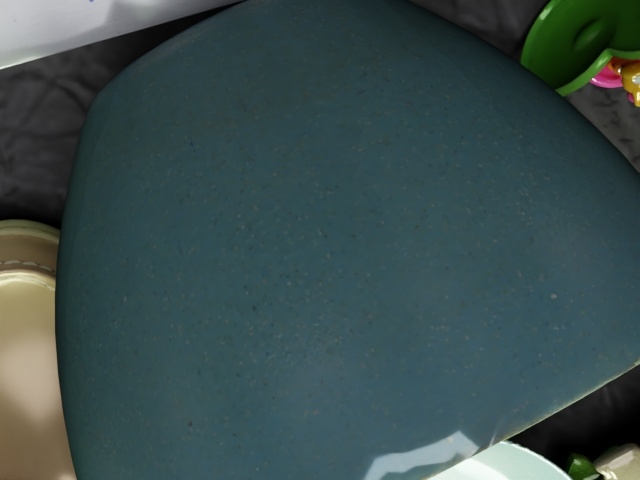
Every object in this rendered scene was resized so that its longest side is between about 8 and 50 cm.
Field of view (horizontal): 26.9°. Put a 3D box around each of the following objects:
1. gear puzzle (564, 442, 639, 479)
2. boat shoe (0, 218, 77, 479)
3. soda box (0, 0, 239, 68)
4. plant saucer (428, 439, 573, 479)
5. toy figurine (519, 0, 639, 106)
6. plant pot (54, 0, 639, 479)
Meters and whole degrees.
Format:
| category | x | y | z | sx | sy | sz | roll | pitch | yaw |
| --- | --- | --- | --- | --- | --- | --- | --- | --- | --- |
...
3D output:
| category | x | y | z | sx | sy | sz | roll | pitch | yaw |
| --- | --- | --- | --- | --- | --- | --- | --- | --- | --- |
| gear puzzle | 0.212 | 0.173 | 0.805 | 0.339 | 0.044 | 0.175 | -31 | 114 | 7 |
| boat shoe | -0.104 | 0.147 | 0.703 | 0.122 | 0.110 | 0.341 | -24 | 113 | 1 |
| soda box | -0.104 | -0.143 | 0.599 | 0.286 | 0.091 | 0.098 | -17 | 111 | -2 |
| plant saucer | 0.057 | 0.172 | 0.741 | 0.195 | 0.037 | 0.195 | -2 | 121 | -3 |
| toy figurine | 0.216 | -0.096 | 0.670 | 0.159 | 0.130 | 0.173 | 30 | 126 | -28 |
| plant pot | 0.000 | 0.000 | 0.597 | 0.290 | 0.290 | 0.195 | -26 | 86 | 2 |
